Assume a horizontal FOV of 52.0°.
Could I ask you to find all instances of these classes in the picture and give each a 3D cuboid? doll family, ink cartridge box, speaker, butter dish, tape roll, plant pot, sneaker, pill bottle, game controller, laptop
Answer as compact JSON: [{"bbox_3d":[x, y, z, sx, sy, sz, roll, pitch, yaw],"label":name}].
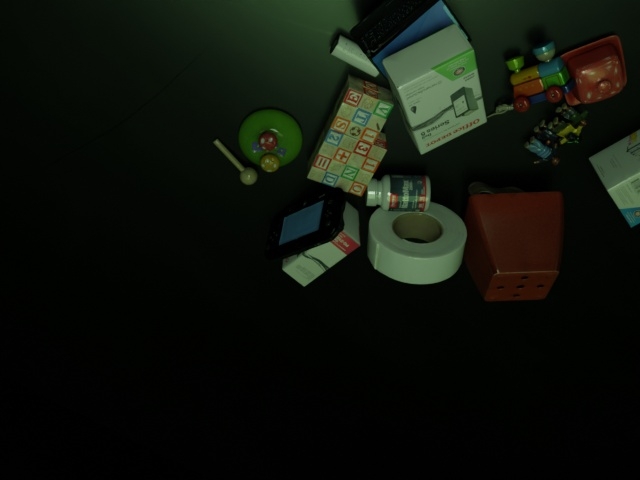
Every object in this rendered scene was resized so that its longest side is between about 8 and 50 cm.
[{"bbox_3d":[0.656,-0.284,1.805,0.111,0.076,0.193,27,142,-18],"label":"doll family"},{"bbox_3d":[0.909,-0.192,1.817,0.232,0.168,0.171,-32,122,23],"label":"ink cartridge box"},{"bbox_3d":[0.095,-0.471,1.676,0.136,0.055,0.055,22,125,-17],"label":"speaker"},{"bbox_3d":[0.708,-0.414,1.676,0.159,0.118,0.160,-19,126,14],"label":"butter dish"},{"bbox_3d":[0.275,-0.001,1.903,0.285,0.286,0.100,2,129,-1],"label":"tape roll"},{"bbox_3d":[0.563,0.033,1.909,0.266,0.236,0.267,-2,149,2],"label":"plant pot"},{"bbox_3d":[0.529,-0.121,1.940,0.188,0.071,0.066,9,128,-6],"label":"sneaker"},{"bbox_3d":[0.223,-0.138,1.907,0.180,0.108,0.108,1,129,0],"label":"pill bottle"},{"bbox_3d":[-0.047,-0.044,1.899,0.067,0.167,0.319,23,150,-38],"label":"game controller"},{"bbox_3d":[0.223,-0.491,1.574,0.234,0.264,0.137,-40,80,11],"label":"laptop"},{"bbox_3d":[0.000,0.000,1.978,0.237,0.172,0.100,-37,120,26],"label":"ink cartridge box"},{"bbox_3d":[0.293,-0.371,1.645,0.198,0.115,0.273,-26,145,7],"label":"ink cartridge box"}]

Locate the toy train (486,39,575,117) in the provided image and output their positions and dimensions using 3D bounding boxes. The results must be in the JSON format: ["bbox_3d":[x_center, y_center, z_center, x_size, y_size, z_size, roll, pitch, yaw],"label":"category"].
[{"bbox_3d":[0.515,-0.414,1.703,0.248,0.105,0.144,-11,112,42],"label":"toy train"}]

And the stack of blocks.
[{"bbox_3d":[0.096,-0.283,1.806,0.171,0.087,0.297,18,127,-13],"label":"stack of blocks"}]

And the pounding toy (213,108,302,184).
[{"bbox_3d":[-0.164,-0.247,1.823,0.236,0.110,0.183,-28,123,20],"label":"pounding toy"}]
